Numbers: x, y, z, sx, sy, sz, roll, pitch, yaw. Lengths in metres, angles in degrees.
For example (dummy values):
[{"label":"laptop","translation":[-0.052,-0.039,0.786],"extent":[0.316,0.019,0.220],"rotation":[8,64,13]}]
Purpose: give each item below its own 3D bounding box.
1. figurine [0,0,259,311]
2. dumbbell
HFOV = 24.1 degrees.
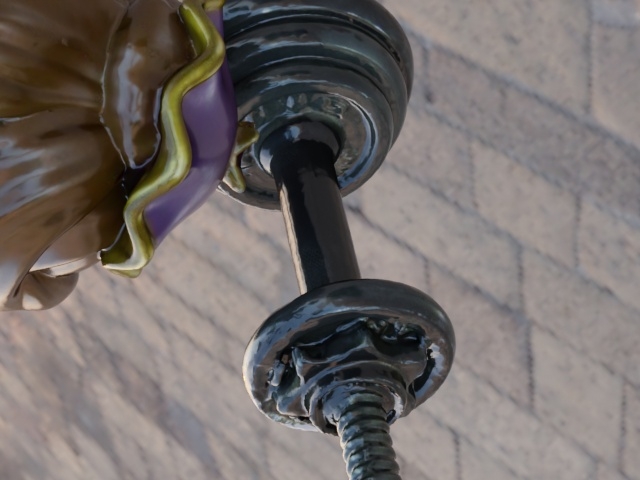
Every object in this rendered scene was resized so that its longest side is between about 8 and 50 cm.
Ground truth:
[{"label":"figurine","translation":[-0.149,-0.064,0.527],"extent":[0.263,0.142,0.189],"rotation":[22,150,-23]},{"label":"dumbbell","translation":[0.000,0.000,0.571],"extent":[0.110,0.110,0.255],"rotation":[83,176,-49]}]
